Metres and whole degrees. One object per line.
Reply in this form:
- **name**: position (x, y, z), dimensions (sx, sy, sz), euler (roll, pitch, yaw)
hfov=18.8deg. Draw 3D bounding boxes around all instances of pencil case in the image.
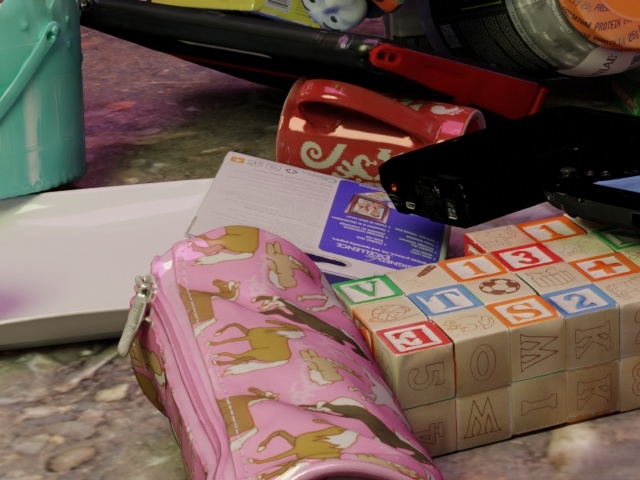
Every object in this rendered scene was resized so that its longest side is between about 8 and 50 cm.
- **pencil case**: position (-0.024, 0.126, 1.200), dimensions (0.167, 0.160, 0.386), euler (-8, 24, -11)

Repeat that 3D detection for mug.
- **mug**: position (0.052, -0.084, 1.747), dimensions (0.169, 0.113, 0.150), euler (10, 6, 19)

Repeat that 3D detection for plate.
- **plate**: position (-0.205, 0.024, 1.621), dimensions (0.278, 0.045, 0.277), euler (-7, 22, -5)

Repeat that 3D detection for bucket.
- **bucket**: position (-0.347, -0.136, 1.791), dimensions (0.281, 0.183, 0.281), euler (-6, 10, 1)

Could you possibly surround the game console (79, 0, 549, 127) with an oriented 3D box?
- **game console**: position (-0.004, -0.183, 1.885), dimensions (0.386, 0.060, 0.342), euler (13, -1, 36)

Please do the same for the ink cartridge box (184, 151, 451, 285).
- **ink cartridge box**: position (0.000, 0.000, 1.581), dimensions (0.206, 0.045, 0.208), euler (15, 22, 2)

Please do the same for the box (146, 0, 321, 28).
- **box**: position (-0.087, -0.256, 1.984), dimensions (0.087, 0.058, 0.232), euler (12, 2, -31)

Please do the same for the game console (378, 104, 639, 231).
- **game console**: position (0.224, -0.047, 1.478), dimensions (0.213, 0.044, 0.361), euler (-19, 20, -30)

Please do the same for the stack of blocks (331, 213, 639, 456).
- **stack of blocks**: position (0.161, 0.058, 1.423), dimensions (0.297, 0.087, 0.171), euler (-12, 24, -18)

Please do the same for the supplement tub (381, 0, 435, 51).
- **supplement tub**: position (0.165, -0.269, 2.168), dimensions (0.190, 0.117, 0.117), euler (-6, 23, -4)

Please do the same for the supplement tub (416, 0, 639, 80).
- **supplement tub**: position (0.237, -0.255, 1.915), dimensions (0.194, 0.193, 0.316), euler (-12, 6, -19)

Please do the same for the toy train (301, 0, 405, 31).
- **toy train**: position (0.095, -0.328, 1.865), dimensions (0.190, 0.142, 0.334), euler (-42, 11, 48)

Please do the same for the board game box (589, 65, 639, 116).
- **board game box**: position (0.393, -0.198, 2.052), dimensions (0.213, 0.046, 0.317), euler (-6, 22, -7)
